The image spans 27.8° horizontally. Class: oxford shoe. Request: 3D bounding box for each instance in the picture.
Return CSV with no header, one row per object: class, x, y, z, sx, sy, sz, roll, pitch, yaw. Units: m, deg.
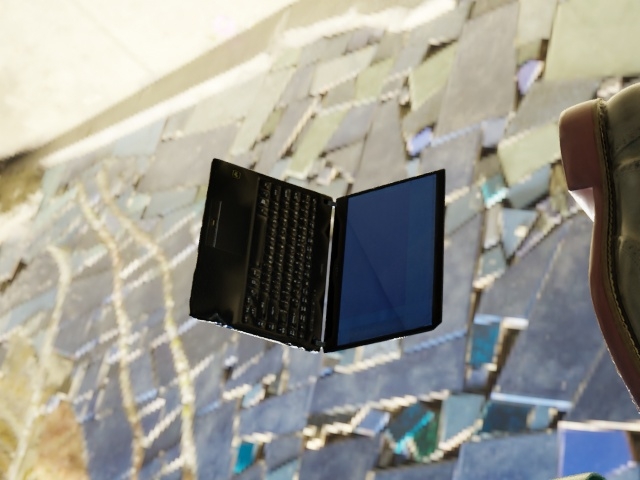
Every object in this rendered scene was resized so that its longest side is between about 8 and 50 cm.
oxford shoe,0.247,0.018,0.826,0.130,0.348,0.123,-26,139,23

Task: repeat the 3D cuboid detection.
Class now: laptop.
laptop,0.000,0.000,1.539,0.264,0.234,0.136,18,142,-17

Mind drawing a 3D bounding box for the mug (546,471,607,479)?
mug,0.165,0.247,0.938,0.097,0.158,0.129,-17,101,26
